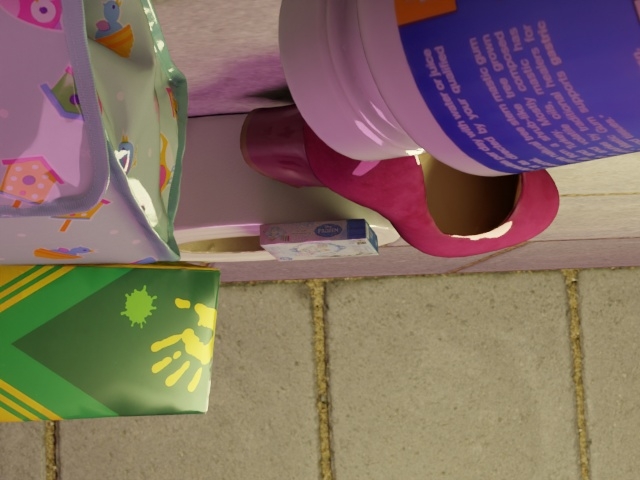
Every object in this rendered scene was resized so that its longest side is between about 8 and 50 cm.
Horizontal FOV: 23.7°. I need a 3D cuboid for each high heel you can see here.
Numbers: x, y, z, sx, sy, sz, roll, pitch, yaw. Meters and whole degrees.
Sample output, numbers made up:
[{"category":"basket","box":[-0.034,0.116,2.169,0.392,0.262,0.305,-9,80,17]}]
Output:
[{"category":"high heel","box":[0.124,-0.052,1.276,0.377,0.127,0.181,6,176,-43]}]

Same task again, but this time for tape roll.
[{"category":"tape roll","box":[-0.069,-0.043,1.419,0.286,0.100,0.286,-4,174,0]}]

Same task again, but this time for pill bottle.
[{"category":"pill bottle","box":[0.113,-0.111,0.688,0.272,0.152,0.152,-9,171,42]}]

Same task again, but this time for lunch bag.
[{"category":"lunch bag","box":[-0.199,-0.080,0.811,0.223,0.160,0.262,-1,162,6]}]

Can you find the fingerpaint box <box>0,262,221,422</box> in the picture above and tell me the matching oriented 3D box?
[{"category":"fingerpaint box","box":[-0.384,0.075,1.595,0.371,0.163,0.444,3,-175,-40]}]

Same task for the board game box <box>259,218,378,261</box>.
[{"category":"board game box","box":[0.000,0.000,1.298,0.090,0.020,0.090,-5,170,8]}]
